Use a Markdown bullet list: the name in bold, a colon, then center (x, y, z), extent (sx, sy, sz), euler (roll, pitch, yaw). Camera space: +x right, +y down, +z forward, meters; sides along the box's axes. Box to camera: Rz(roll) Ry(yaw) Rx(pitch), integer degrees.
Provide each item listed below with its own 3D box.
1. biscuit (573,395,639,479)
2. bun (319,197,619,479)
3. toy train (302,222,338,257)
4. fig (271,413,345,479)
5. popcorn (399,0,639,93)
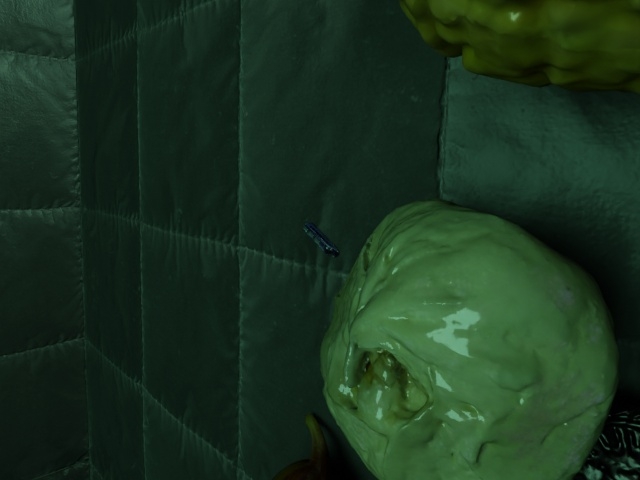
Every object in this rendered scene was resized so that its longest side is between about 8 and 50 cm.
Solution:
- **biscuit**: center (0.316, 0.251, 0.472), extent (0.195, 0.053, 0.194), euler (6, 99, 46)
- **bun**: center (0.122, 0.119, 0.527), extent (0.361, 0.213, 0.361), euler (-8, 81, 56)
- **toy train**: center (0.000, 0.000, 0.807), extent (0.083, 0.017, 0.017), euler (45, 125, 33)
- **fig**: center (-0.016, 0.419, 0.777), extent (0.175, 0.175, 0.207), euler (16, 86, 45)
- **popcorn**: center (0.219, -0.258, 0.316), extent (0.354, 0.344, 0.390), euler (55, 143, 7)
